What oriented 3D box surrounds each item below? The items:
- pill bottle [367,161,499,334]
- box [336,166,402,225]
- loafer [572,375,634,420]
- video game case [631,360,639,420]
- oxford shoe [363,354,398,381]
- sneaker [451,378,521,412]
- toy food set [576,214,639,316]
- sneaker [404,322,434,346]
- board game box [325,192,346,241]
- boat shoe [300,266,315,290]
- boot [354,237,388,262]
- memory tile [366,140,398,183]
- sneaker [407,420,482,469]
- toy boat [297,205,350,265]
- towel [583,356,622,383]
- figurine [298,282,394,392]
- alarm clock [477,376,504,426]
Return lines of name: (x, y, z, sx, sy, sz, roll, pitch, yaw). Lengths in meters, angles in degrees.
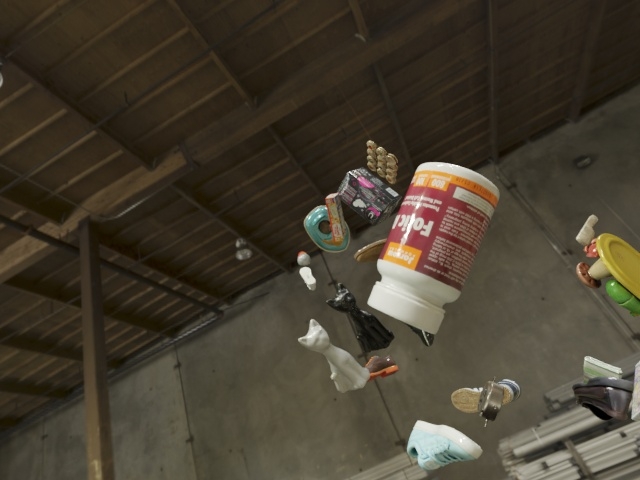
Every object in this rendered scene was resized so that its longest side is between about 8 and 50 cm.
pill bottle: (0.281, 0.021, 1.049, 0.224, 0.224, 0.393, 28, -96, -52)
box: (0.225, -0.208, 1.915, 0.163, 0.247, 0.142, -27, -27, -52)
loafer: (0.729, 0.425, 1.064, 0.108, 0.095, 0.302, 6, -24, 23)
video game case: (0.620, 0.271, 0.776, 0.122, 0.011, 0.087, -53, -31, -34)
oxford shoe: (0.247, 0.621, 1.975, 0.271, 0.099, 0.097, -2, -36, -30)
sneaker: (0.709, 0.658, 1.733, 0.153, 0.099, 0.282, 2, -24, -41)
toy food set: (0.518, 0.061, 0.719, 0.128, 0.218, 0.071, -40, -9, -43)
sneaker: (0.426, 0.356, 1.879, 0.124, 0.284, 0.107, -20, 5, 36)
board game box: (0.072, -0.106, 1.812, 0.045, 0.194, 0.147, -10, 11, 12)
boat shoe: (-0.067, 0.218, 2.321, 0.066, 0.184, 0.063, -19, -58, -18)
boot: (0.276, 0.059, 1.497, 0.305, 0.115, 0.112, -8, -23, -15)
memory tile: (0.182, -0.229, 1.213, 0.012, 0.113, 0.148, -47, -20, -11)
sneaker: (0.417, 0.733, 1.409, 0.150, 0.135, 0.366, -56, 0, -23)
toy boat: (0.000, 0.000, 2.069, 0.267, 0.148, 0.318, 42, -88, -11)
towel: (0.987, 0.478, 1.430, 0.023, 0.113, 0.152, -38, -54, -24)
figurine: (0.063, 0.254, 1.077, 0.215, 0.209, 0.092, -49, 14, -31)
alarm clock: (0.615, 0.565, 1.477, 0.192, 0.064, 0.130, -43, -32, -52)
